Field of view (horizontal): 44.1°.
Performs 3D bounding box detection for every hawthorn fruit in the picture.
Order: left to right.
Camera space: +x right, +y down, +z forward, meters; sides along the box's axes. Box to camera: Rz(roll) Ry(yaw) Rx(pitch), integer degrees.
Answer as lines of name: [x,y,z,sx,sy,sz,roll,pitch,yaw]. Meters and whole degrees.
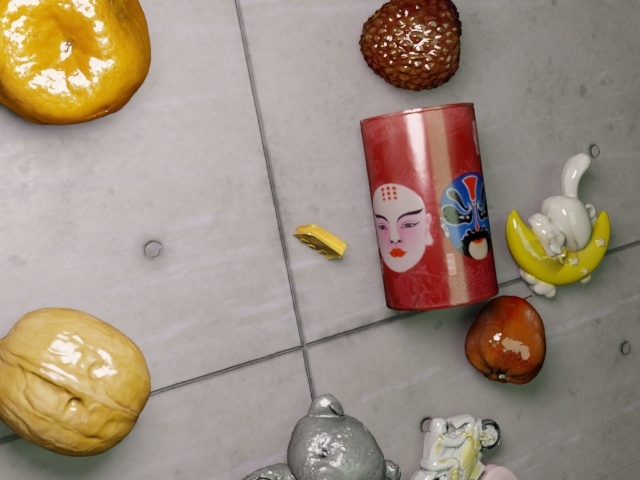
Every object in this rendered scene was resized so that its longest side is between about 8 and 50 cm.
hawthorn fruit: [0.363,0.168,1.516,0.163,0.163,0.203,30,61,-25]

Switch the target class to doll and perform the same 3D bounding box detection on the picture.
doll: [-0.016,0.444,1.299,0.246,0.158,0.340,41,74,-9]
doll: [0.485,-0.017,1.598,0.237,0.111,0.252,-29,105,-9]

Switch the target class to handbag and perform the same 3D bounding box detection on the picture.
handbag: [0.000,0.000,1.362,0.083,0.061,0.027,32,71,-23]

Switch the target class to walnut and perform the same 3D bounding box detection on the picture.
walnut: [-0.348,0.196,1.105,0.226,0.193,0.193,43,71,-21]

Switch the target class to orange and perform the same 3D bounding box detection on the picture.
orange: [-0.355,-0.283,1.106,0.249,0.183,0.248,-9,113,-23]

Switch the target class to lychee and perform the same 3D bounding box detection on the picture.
lychee: [0.159,-0.348,1.391,0.188,0.188,0.188,0,90,-28]

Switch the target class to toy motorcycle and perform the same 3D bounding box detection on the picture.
toy motorcycle: [0.245,0.404,1.487,0.228,0.074,0.151,-45,107,-19]

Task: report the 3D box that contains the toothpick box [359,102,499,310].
toothpick box: [0.190,-0.060,1.385,0.204,0.204,0.333,-12,95,-28]

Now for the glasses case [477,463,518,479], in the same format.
glasses case: [0.274,0.553,1.500,0.297,0.075,0.113,-42,107,-23]
